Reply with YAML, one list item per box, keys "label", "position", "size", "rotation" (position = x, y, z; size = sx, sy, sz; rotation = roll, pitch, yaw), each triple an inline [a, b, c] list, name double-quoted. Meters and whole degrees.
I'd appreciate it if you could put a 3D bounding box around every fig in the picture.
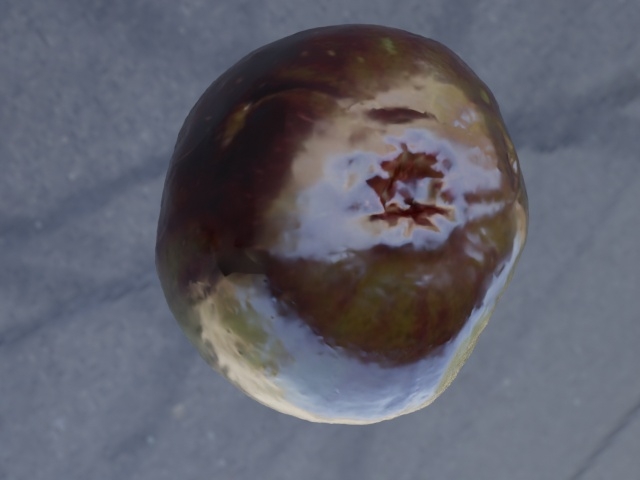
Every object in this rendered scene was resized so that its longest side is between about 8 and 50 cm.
- label: "fig"
  position: [0.000, 0.000, 0.528]
  size: [0.109, 0.103, 0.155]
  rotation: [-46, -178, -21]
